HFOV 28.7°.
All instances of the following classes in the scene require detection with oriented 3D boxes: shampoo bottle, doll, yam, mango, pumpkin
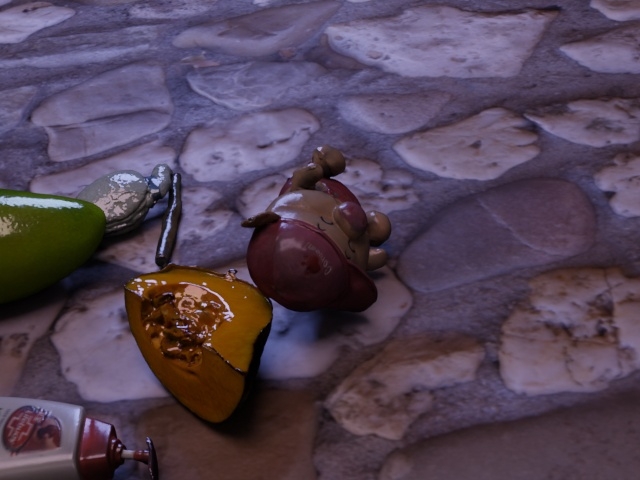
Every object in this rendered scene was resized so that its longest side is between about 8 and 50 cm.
[{"bbox_3d":[-0.315,0.247,1.444,0.284,0.071,0.153,-1,35,12],"label":"shampoo bottle"},{"bbox_3d":[0.001,-0.003,1.640,0.196,0.152,0.256,25,30,1],"label":"doll"},{"bbox_3d":[-0.222,-0.037,1.858,0.027,0.029,0.234,-15,34,10],"label":"yam"},{"bbox_3d":[-0.306,-0.053,1.859,0.214,0.072,0.103,-32,40,-21],"label":"doll"},{"bbox_3d":[-0.468,0.007,1.742,0.343,0.156,0.192,-10,44,-8],"label":"mango"},{"bbox_3d":[-0.118,0.129,1.560,0.163,0.111,0.278,-15,31,-36],"label":"pumpkin"}]
